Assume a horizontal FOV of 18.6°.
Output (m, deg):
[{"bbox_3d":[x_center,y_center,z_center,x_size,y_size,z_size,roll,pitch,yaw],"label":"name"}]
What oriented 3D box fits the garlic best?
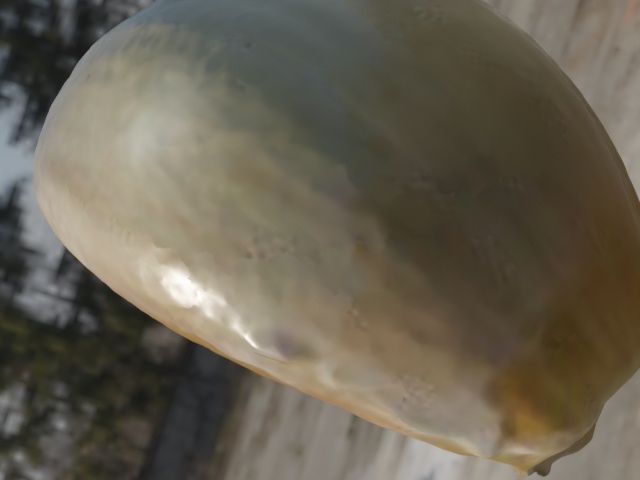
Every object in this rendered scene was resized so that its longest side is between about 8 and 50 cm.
[{"bbox_3d":[-0.008,-0.011,0.632,0.145,0.245,0.164,-45,-47,-24],"label":"garlic"}]
